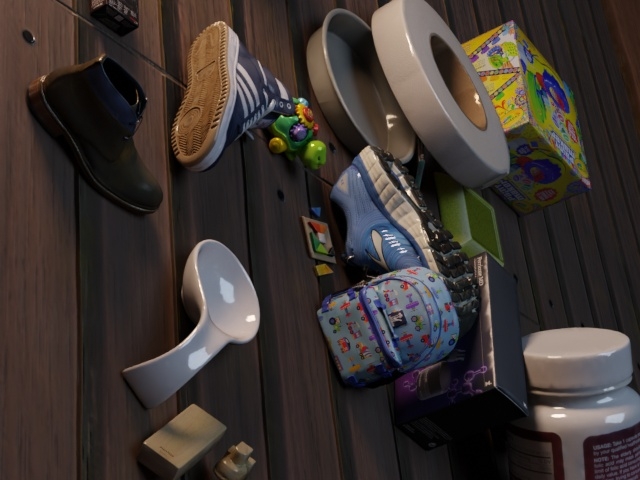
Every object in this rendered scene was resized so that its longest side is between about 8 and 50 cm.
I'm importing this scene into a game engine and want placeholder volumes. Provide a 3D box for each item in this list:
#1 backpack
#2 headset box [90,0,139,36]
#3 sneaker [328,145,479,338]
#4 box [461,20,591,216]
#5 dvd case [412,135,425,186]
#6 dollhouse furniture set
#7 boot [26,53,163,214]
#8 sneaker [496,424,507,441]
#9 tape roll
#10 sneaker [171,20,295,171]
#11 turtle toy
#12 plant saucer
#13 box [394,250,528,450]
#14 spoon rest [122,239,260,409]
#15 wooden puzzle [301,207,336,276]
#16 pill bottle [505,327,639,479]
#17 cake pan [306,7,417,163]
[{"bbox_3d":[0.104,0.121,1.777,0.117,0.173,0.158,-3,73,-61],"label":"backpack"},{"bbox_3d":[-0.269,-0.319,1.608,0.062,0.032,0.083,33,42,-48],"label":"headset box"},{"bbox_3d":[0.123,0.020,1.900,0.129,0.147,0.330,7,48,-57],"label":"sneaker"},{"bbox_3d":[0.417,-0.253,2.617,0.290,0.177,0.279,37,41,-44],"label":"box"},{"bbox_3d":[0.179,-0.158,2.242,0.087,0.013,0.119,96,-4,-49],"label":"dvd case"},{"bbox_3d":[-0.138,0.296,1.373,0.151,0.123,0.144,33,25,12],"label":"dollhouse furniture set"},{"bbox_3d":[-0.233,-0.121,1.439,0.219,0.106,0.082,47,33,-32],"label":"boot"},{"bbox_3d":[0.273,0.289,2.060,0.162,0.106,0.281,-49,127,-33],"label":"sneaker"},{"bbox_3d":[0.230,-0.279,2.300,0.392,0.072,0.392,47,26,-31],"label":"tape roll"},{"bbox_3d":[-0.115,-0.168,1.695,0.153,0.099,0.282,43,32,-34],"label":"sneaker"},{"bbox_3d":[-0.036,-0.166,1.865,0.095,0.066,0.130,-25,92,-62],"label":"turtle toy"},{"bbox_3d":[0.295,-0.026,2.365,0.188,0.045,0.188,34,42,-47],"label":"plant saucer"},{"bbox_3d":[0.215,0.171,1.923,0.103,0.184,0.261,43,35,-38],"label":"box"},{"bbox_3d":[-0.137,0.095,1.469,0.137,0.084,0.276,58,29,-16],"label":"spoon rest"},{"bbox_3d":[0.000,0.000,1.858,0.078,0.014,0.116,9,61,-59],"label":"wooden puzzle"},{"bbox_3d":[0.412,0.351,1.973,0.224,0.224,0.392,-23,110,-63],"label":"pill bottle"},{"bbox_3d":[0.070,-0.259,2.138,0.293,0.054,0.293,41,37,-40],"label":"cake pan"}]
